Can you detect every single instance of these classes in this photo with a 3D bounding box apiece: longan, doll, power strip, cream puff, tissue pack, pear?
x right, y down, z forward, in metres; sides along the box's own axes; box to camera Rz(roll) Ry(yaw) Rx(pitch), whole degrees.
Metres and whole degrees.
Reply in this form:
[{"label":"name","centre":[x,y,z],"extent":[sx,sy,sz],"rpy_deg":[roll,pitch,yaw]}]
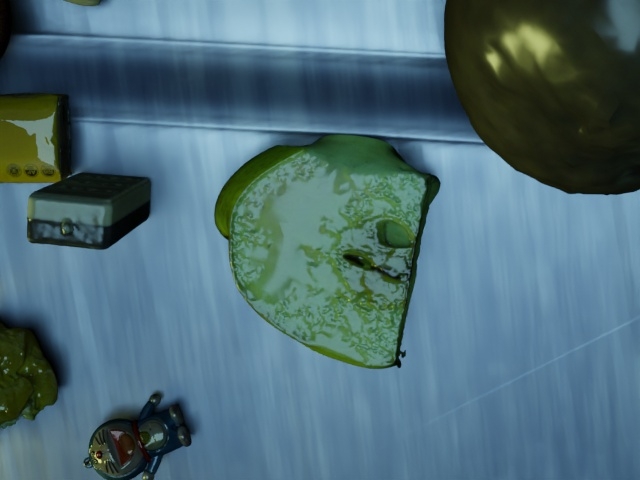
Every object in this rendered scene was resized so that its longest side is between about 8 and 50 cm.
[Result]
[{"label":"longan","centre":[0.342,-0.261,1.368],"extent":[0.403,0.436,0.404],"rpy_deg":[0,65,0]},{"label":"doll","centre":[-0.259,0.283,1.683],"extent":[0.152,0.085,0.114],"rpy_deg":[-20,76,-2]},{"label":"power strip","centre":[-0.290,-0.041,1.532],"extent":[0.105,0.257,0.070],"rpy_deg":[4,101,2]},{"label":"cream puff","centre":[-0.480,0.203,1.636],"extent":[0.221,0.195,0.195],"rpy_deg":[-40,96,7]},{"label":"tissue pack","centre":[-0.421,-0.137,1.612],"extent":[0.169,0.082,0.120],"rpy_deg":[0,99,4]},{"label":"pear","centre":[0.000,0.000,1.568],"extent":[0.281,0.176,0.287],"rpy_deg":[10,97,4]}]

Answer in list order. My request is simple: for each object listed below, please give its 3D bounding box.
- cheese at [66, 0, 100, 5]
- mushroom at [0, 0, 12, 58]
[{"label":"cheese","centre":[-0.385,-0.369,1.519],"extent":[0.049,0.235,0.127],"rpy_deg":[-25,71,46]},{"label":"mushroom","centre":[-0.498,-0.297,1.564],"extent":[0.194,0.138,0.231],"rpy_deg":[21,101,-20]}]
